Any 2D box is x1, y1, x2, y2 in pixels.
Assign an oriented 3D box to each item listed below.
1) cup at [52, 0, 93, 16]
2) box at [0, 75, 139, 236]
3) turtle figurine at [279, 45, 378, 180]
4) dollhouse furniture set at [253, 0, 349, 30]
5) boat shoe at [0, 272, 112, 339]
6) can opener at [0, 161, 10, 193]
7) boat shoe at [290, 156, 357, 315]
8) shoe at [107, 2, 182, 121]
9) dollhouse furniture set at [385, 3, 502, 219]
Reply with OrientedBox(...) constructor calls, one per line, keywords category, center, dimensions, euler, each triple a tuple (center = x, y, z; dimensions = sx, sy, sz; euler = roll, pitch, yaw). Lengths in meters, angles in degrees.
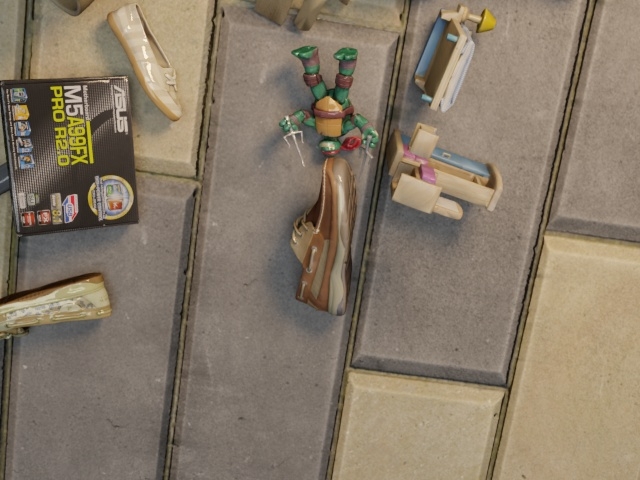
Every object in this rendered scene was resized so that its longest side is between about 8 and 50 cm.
OrientedBox(category="cup", center=(-0.398, -0.563, 1.253), dimensions=(0.237, 0.331, 0.331), euler=(-42, 102, -14))
OrientedBox(category="box", center=(-0.443, -0.153, 1.417), dimensions=(0.216, 0.060, 0.270), euler=(-7, 105, -24))
OrientedBox(category="turtle figurine", center=(0.014, -0.224, 1.423), dimensions=(0.175, 0.118, 0.234), euler=(-2, 117, 2))
OrientedBox(category="dollhouse furniture set", center=(-0.012, -0.460, 1.412), dimensions=(0.144, 0.123, 0.151), euler=(27, 66, -8))
OrientedBox(category="boat shoe", center=(-0.540, 0.140, 1.502), dimensions=(0.285, 0.104, 0.089), euler=(-16, 101, 2))
OrientedBox(category="can opener", center=(-0.639, -0.098, 1.457), dimensions=(0.280, 0.074, 0.093), euler=(-23, 103, 4))
OrientedBox(category="boat shoe", center=(0.000, 0.000, 1.448), dimensions=(0.116, 0.123, 0.325), euler=(7, 122, 7))
OrientedBox(category="shoe", center=(-0.298, -0.315, 1.413), dimensions=(0.058, 0.076, 0.219), euler=(-27, 101, 10))
OrientedBox(category="dollhouse furniture set", center=(0.259, -0.218, 1.345), dimensions=(0.198, 0.286, 0.303), euler=(18, 114, -6))
